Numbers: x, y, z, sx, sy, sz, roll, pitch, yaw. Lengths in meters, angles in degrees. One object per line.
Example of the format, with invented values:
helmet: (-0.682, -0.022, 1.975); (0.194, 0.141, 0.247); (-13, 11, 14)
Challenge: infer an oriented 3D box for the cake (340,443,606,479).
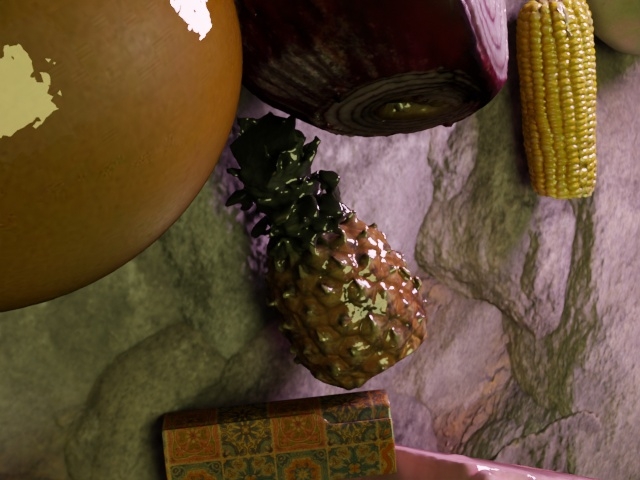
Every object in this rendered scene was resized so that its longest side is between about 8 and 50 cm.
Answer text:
cake: (0.135, 0.375, 1.087); (0.314, 0.293, 0.306); (19, 80, -44)

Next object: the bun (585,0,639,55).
bun: (0.447, -0.374, 1.270); (0.293, 0.187, 0.293); (-6, 100, -36)

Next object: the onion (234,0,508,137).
onion: (0.023, -0.225, 0.904); (0.337, 0.260, 0.281); (-8, 85, -72)

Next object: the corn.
corn: (0.287, -0.170, 1.234); (0.093, 0.093, 0.244); (-20, 110, -35)

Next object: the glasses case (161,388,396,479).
glasses case: (-0.039, 0.197, 0.988); (0.218, 0.049, 0.075); (-6, 105, -3)

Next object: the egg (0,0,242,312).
egg: (-0.204, -0.099, 0.635); (0.351, 0.283, 0.282); (-45, 125, -49)

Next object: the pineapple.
pineapple: (0.000, 0.000, 0.998); (0.158, 0.158, 0.278); (-37, 115, -29)
